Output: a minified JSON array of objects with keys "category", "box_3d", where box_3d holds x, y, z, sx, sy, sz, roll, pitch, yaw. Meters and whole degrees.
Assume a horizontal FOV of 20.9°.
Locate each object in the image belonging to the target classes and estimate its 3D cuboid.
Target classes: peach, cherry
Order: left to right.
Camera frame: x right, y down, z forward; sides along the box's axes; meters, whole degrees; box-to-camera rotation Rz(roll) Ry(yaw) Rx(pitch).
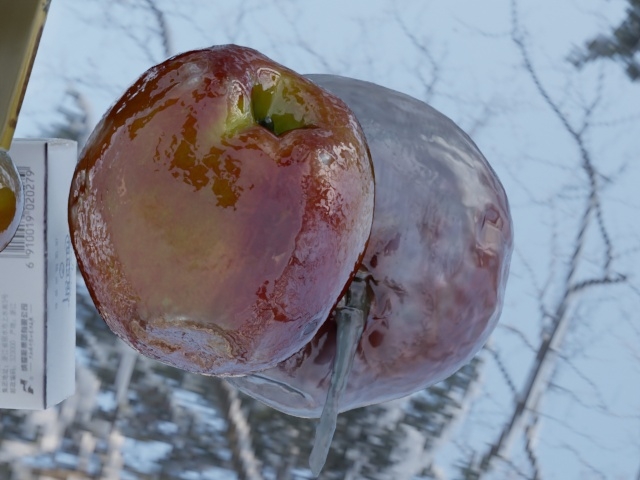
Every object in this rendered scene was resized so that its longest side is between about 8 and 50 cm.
[{"category":"peach","box_3d":[-0.068,-0.011,1.211,0.243,0.199,0.244,-7,-98,57]},{"category":"cherry","box_3d":[-0.012,-0.001,1.500,0.335,0.326,0.291,24,-70,46]}]

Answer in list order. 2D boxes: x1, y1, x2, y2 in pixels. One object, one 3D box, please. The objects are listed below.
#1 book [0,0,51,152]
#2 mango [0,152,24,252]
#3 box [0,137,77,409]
[{"category":"book","box_3d":[-0.303,-0.278,1.333,0.269,0.032,0.389,13,-95,18]},{"category":"mango","box_3d":[-0.321,-0.056,1.429,0.253,0.138,0.113,45,-67,52]},{"category":"box","box_3d":[-0.341,0.027,1.680,0.194,0.111,0.261,3,-83,9]}]
